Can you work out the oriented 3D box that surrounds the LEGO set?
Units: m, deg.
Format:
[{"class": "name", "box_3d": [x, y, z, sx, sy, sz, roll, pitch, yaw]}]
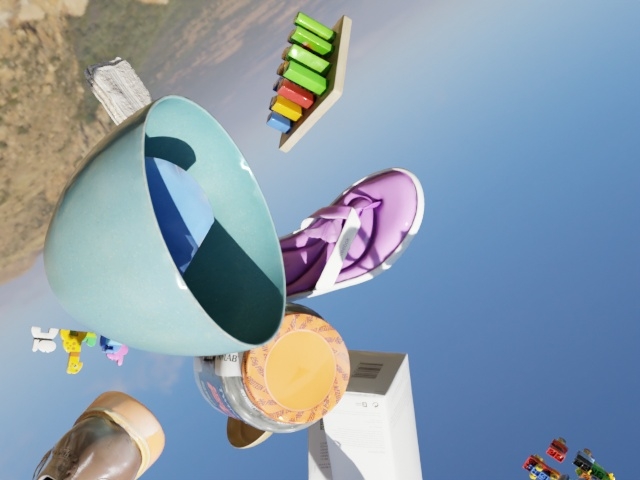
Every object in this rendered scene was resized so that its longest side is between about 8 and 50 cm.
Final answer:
[{"class": "LEGO set", "box_3d": [-0.532, 0.251, 1.499, 0.087, 0.227, 0.093, -11, -109, 59]}]

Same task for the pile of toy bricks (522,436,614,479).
[{"class": "pile of toy bricks", "box_3d": [0.511, 0.450, 1.278, 0.105, 0.212, 0.118, -31, 149, -54]}]

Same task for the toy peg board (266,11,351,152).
[{"class": "toy peg board", "box_3d": [-0.036, -0.247, 0.999, 0.161, 0.079, 0.161, -38, -144, 48]}]

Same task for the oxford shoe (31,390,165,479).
[{"class": "oxford shoe", "box_3d": [-0.311, 0.318, 0.796, 0.363, 0.130, 0.132, -57, 176, 37]}]

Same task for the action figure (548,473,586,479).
[{"class": "action figure", "box_3d": [0.351, 0.471, 0.752, 0.276, 0.370, 0.248, -8, -168, -25]}]

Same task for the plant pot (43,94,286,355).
[{"class": "plant pot", "box_3d": [-0.192, 0.008, 0.760, 0.195, 0.290, 0.290, -20, -165, 16]}]

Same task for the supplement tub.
[{"class": "supplement tub", "box_3d": [-0.089, 0.212, 1.135, 0.207, 0.207, 0.338, -39, -175, -21]}]

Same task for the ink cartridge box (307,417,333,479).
[{"class": "ink cartridge box", "box_3d": [0.065, 0.613, 1.811, 0.130, 0.309, 0.271, -9, -122, 12]}]

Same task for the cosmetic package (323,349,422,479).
[{"class": "cosmetic package", "box_3d": [0.121, 0.449, 1.475, 0.155, 0.365, 0.197, 0, -163, 22]}]

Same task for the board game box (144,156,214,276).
[{"class": "board game box", "box_3d": [-0.200, -0.008, 0.754, 0.168, 0.133, 0.033, -62, 177, -8]}]

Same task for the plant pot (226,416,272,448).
[{"class": "plant pot", "box_3d": [-0.121, 0.349, 1.465, 0.236, 0.032, 0.236, -42, -155, 25]}]

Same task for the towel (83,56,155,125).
[{"class": "towel", "box_3d": [-0.513, -0.369, 1.834, 0.049, 0.282, 0.187, -30, -168, 26]}]

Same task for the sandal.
[{"class": "sandal", "box_3d": [0.006, 0.014, 1.195, 0.416, 0.169, 0.102, -33, 159, 31]}]
